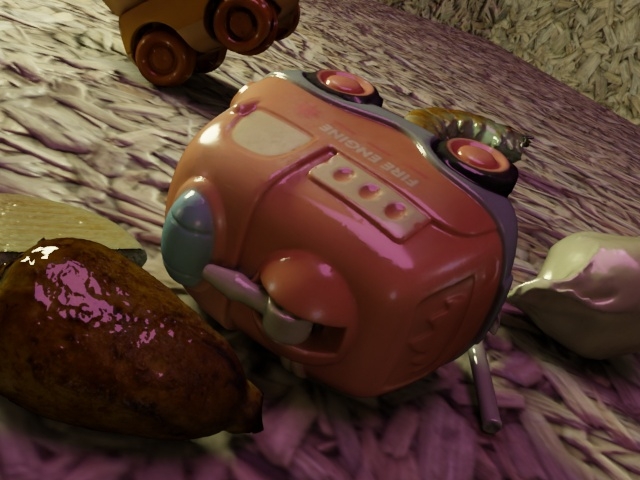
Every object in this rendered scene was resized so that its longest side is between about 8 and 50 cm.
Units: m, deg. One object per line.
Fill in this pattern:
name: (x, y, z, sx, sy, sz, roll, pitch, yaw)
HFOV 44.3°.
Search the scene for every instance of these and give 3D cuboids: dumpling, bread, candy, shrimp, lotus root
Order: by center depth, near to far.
lotus root: (-0.113, 0.068, 0.476, 0.191, 0.094, 0.108, 25, 57, -8)
bread: (-0.239, -0.001, 0.579, 0.193, 0.036, 0.112, -2, 28, -38)
candy: (0.142, 0.044, 0.771, 0.124, 0.124, 0.365, 18, 32, -11)
dumpling: (0.298, 0.056, 0.828, 0.250, 0.162, 0.132, -2, 68, -24)
shrimp: (0.228, -0.177, 1.345, 0.185, 0.068, 0.287, 33, 27, 27)

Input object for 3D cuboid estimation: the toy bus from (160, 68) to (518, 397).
toy bus: (0.000, 0.000, 0.627, 0.288, 0.194, 0.232, 34, 38, 22)

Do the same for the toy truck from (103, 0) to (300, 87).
toy truck: (-0.177, -0.343, 1.114, 0.211, 0.288, 0.204, 65, 19, -14)
